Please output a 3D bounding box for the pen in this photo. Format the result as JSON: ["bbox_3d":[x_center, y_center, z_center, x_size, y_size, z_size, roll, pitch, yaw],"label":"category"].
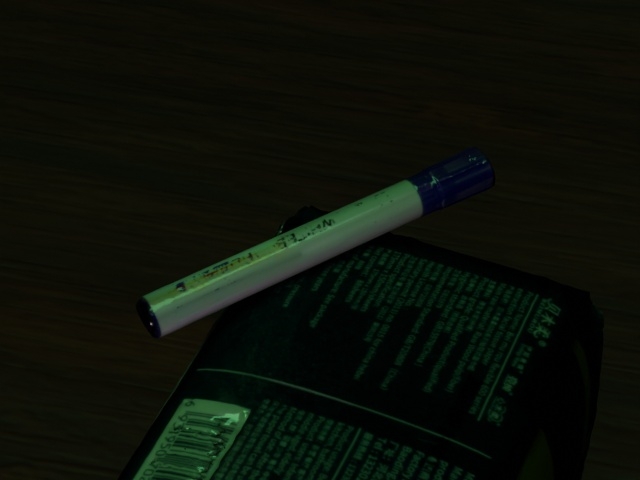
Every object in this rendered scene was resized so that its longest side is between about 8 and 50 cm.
[{"bbox_3d":[0.000,0.000,1.112,0.269,0.033,0.033,-24,51,-19],"label":"pen"}]

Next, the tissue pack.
[{"bbox_3d":[0.008,0.206,1.092,0.264,0.253,0.416,15,48,16],"label":"tissue pack"}]
